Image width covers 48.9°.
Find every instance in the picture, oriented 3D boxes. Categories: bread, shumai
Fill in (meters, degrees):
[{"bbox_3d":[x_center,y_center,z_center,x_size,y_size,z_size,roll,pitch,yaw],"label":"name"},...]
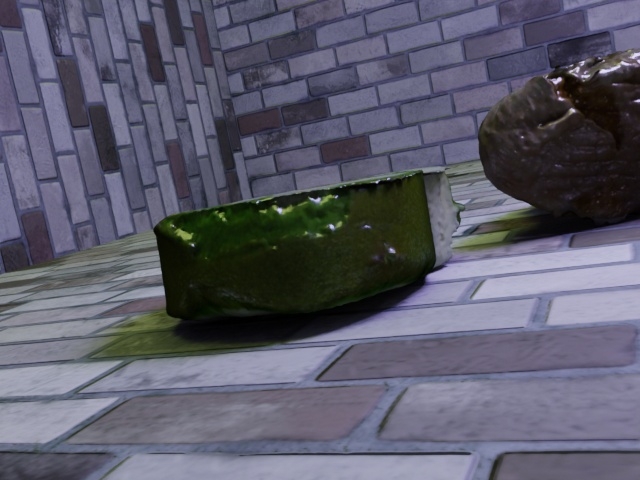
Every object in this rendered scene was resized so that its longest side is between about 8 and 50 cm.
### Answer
[{"bbox_3d":[0.000,0.000,0.830,0.382,0.129,0.366,-12,5,-17],"label":"bread"},{"bbox_3d":[0.368,-0.170,0.995,0.346,0.217,0.283,-10,23,-2],"label":"shumai"}]
